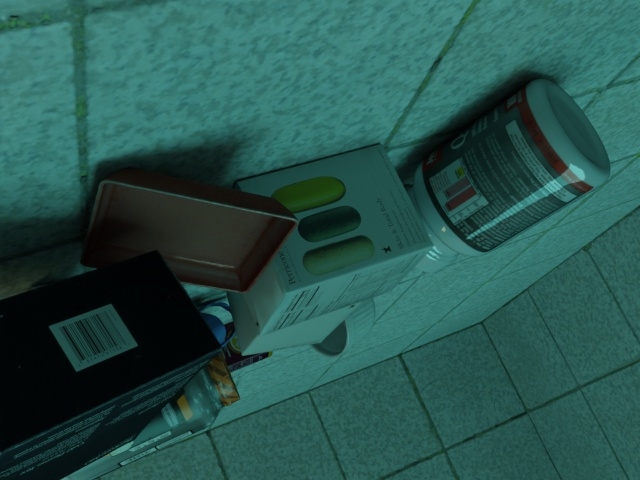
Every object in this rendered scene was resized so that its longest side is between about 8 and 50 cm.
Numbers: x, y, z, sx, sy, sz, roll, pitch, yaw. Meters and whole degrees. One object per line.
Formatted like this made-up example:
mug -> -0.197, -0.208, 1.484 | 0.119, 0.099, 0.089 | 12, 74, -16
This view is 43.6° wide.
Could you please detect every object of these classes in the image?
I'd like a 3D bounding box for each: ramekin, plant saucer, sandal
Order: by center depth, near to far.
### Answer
plant saucer -> -0.190, -0.013, 1.121 | 0.259, 0.047, 0.258 | 11, 151, -18
sandal -> -0.257, 0.201, 1.654 | 0.138, 0.126, 0.317 | -35, -174, 11
ramekin -> 0.032, 0.155, 1.839 | 0.109, 0.207, 0.207 | -23, 166, -35

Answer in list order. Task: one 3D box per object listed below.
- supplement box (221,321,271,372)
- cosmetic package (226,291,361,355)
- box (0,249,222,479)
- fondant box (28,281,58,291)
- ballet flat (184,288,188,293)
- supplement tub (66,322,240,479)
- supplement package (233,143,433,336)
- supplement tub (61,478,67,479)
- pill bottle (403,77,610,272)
supplement box -> -0.224, 0.267, 1.983 | 0.188, 0.104, 0.081 | -21, 163, -13
cosmetic package -> -0.041, 0.090, 1.580 | 0.197, 0.155, 0.365 | -7, 157, -23
box -> -0.366, 0.205, 1.075 | 0.343, 0.179, 0.312 | -21, 160, -49
fondant box -> -0.431, 0.171, 1.413 | 0.238, 0.096, 0.330 | -10, 159, -41
ballet flat -> -0.319, 0.149, 1.575 | 0.168, 0.052, 0.057 | -35, 160, 33
supplement tub -> -0.313, 0.274, 1.394 | 0.316, 0.193, 0.193 | -24, 164, -8
supplement package -> 0.000, 0.000, 1.306 | 0.263, 0.199, 0.198 | -17, 161, -24
supplement tub -> -0.442, 0.353, 1.705 | 0.331, 0.241, 0.241 | -27, 163, 8
pill bottle -> 0.296, -0.099, 1.401 | 0.363, 0.210, 0.210 | -35, 160, 33
